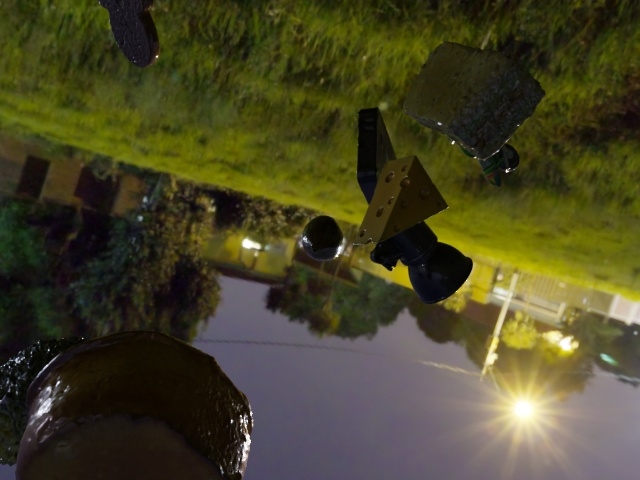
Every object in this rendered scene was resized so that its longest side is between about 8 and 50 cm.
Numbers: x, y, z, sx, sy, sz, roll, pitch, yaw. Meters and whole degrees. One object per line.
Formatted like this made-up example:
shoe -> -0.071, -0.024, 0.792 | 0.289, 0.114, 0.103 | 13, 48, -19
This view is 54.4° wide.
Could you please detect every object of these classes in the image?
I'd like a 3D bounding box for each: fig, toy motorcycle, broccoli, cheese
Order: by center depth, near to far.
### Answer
cheese -> 0.133, -0.052, 1.156 | 0.126, 0.171, 0.093 | 53, 156, -19
broccoli -> -0.510, 0.306, 1.183 | 0.235, 0.260, 0.288 | 20, -173, -30
toy motorcycle -> 0.312, -0.200, 1.227 | 0.190, 0.106, 0.074 | 47, 150, -3
fig -> 0.000, 0.000, 1.493 | 0.109, 0.103, 0.154 | 50, -161, 4

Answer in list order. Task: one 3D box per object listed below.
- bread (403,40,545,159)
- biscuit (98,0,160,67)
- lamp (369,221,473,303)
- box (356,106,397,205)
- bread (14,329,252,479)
bread -> 0.213, -0.209, 0.907 | 0.102, 0.138, 0.196 | 36, -174, -29
biscuit -> -0.376, -0.455, 1.212 | 0.180, 0.236, 0.039 | 23, -136, 36
lamp -> 0.202, 0.016, 1.360 | 0.227, 0.172, 0.147 | 46, 170, -17
box -> 0.159, -0.180, 1.655 | 0.058, 0.211, 0.350 | -2, 160, 17
bread -> -0.245, 0.269, 0.812 | 0.312, 0.312, 0.172 | 18, -158, -15
